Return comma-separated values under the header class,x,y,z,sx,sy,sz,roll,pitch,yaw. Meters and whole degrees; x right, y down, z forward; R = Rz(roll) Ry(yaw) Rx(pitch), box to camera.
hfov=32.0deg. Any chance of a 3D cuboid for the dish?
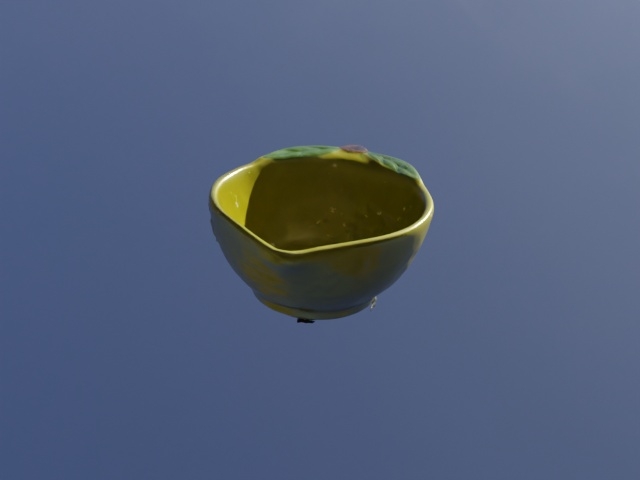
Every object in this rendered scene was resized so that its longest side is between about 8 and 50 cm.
class,x,y,z,sx,sy,sz,roll,pitch,yaw
dish,0.000,0.000,0.761,0.148,0.208,0.080,11,-66,13
